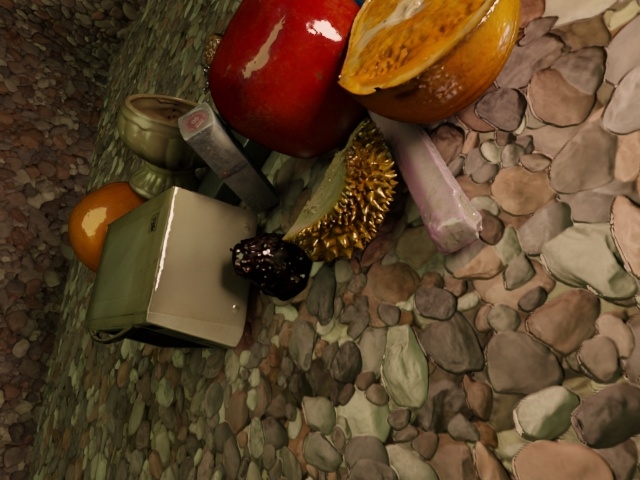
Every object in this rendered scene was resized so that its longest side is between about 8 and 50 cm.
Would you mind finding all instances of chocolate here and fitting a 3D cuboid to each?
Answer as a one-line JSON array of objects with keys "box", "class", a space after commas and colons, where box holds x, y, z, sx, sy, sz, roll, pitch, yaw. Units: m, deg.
[{"box": [-0.114, 0.043, 0.884, 0.156, 0.133, 0.156, -20, 62, 44], "class": "chocolate"}]

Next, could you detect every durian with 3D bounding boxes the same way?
[{"box": [0.054, -0.075, 0.730, 0.138, 0.183, 0.250, 34, 125, 9], "class": "durian"}]

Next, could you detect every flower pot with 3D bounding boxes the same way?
[{"box": [-0.421, -0.258, 1.252, 0.307, 0.307, 0.244, 52, 130, 46], "class": "flower pot"}]

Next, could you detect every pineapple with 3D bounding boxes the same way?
[{"box": [-0.341, -0.567, 1.430, 0.108, 0.108, 0.198, 54, 127, 45], "class": "pineapple"}]

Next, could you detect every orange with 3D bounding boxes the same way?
[{"box": [-0.588, -0.029, 1.330, 0.312, 0.312, 0.312, -22, 59, 42], "class": "orange"}, {"box": [0.152, -0.304, 0.631, 0.274, 0.274, 0.310, -37, 5, 33], "class": "orange"}]

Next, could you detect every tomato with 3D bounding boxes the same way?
[{"box": [-0.049, -0.327, 0.849, 0.325, 0.293, 0.290, -52, 26, 10], "class": "tomato"}]

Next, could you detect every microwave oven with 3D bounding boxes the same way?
[{"box": [-0.352, 0.092, 1.045, 0.394, 0.247, 0.333, -14, 63, 45], "class": "microwave oven"}]

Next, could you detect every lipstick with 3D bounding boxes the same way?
[{"box": [-0.179, -0.157, 0.922, 0.076, 0.290, 0.077, -31, 56, 6], "class": "lipstick"}]

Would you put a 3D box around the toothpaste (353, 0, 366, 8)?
[{"box": [0.110, -0.510, 0.897, 0.320, 0.076, 0.066, -21, 56, 42], "class": "toothpaste"}]

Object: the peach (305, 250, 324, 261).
[{"box": [0.000, 0.000, 0.830, 0.083, 0.050, 0.077, -135, 47, -58], "class": "peach"}]

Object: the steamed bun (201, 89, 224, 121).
[{"box": [-0.236, -0.389, 1.187, 0.183, 0.106, 0.183, -37, 30, 26], "class": "steamed bun"}]

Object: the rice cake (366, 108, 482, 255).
[{"box": [0.155, -0.135, 0.707, 0.072, 0.056, 0.365, -40, 48, 29], "class": "rice cake"}]

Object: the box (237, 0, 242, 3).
[{"box": [-0.162, -0.812, 1.087, 0.396, 0.396, 0.111, -47, 46, 24], "class": "box"}]

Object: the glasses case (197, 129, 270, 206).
[{"box": [-0.217, -0.211, 1.149, 0.323, 0.074, 0.131, -54, 43, 19], "class": "glasses case"}]
